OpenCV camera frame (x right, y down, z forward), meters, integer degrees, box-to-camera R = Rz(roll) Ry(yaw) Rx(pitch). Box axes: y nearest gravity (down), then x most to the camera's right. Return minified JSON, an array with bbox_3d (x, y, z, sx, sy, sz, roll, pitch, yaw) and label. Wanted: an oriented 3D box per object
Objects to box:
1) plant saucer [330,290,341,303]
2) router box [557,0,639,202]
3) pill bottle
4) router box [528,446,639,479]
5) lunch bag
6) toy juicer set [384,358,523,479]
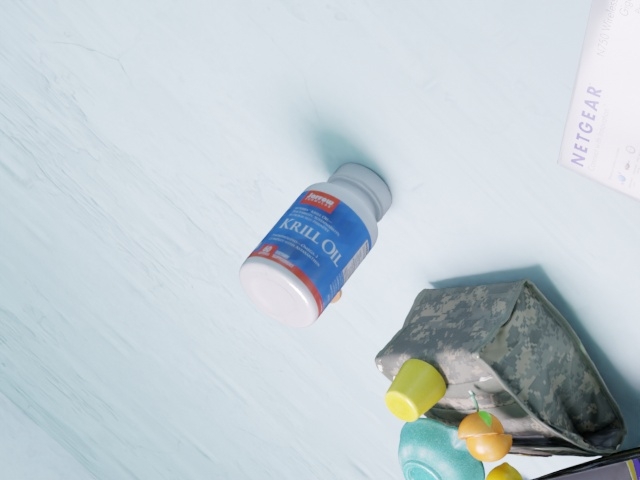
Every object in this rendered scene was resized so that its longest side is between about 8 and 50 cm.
[{"bbox_3d":[-0.005,0.069,2.098,0.083,0.013,0.083,28,148,19],"label":"plant saucer"},{"bbox_3d":[0.404,-0.143,1.310,0.301,0.082,0.335,27,148,19],"label":"router box"},{"bbox_3d":[0.000,0.000,1.796,0.124,0.221,0.124,27,148,18],"label":"pill bottle"},{"bbox_3d":[0.409,0.322,1.772,0.309,0.242,0.081,-33,70,59],"label":"router box"},{"bbox_3d":[0.257,0.205,1.851,0.287,0.169,0.235,47,153,-21],"label":"lunch bag"},{"bbox_3d":[0.193,0.314,1.819,0.209,0.089,0.329,22,137,27],"label":"toy juicer set"}]
